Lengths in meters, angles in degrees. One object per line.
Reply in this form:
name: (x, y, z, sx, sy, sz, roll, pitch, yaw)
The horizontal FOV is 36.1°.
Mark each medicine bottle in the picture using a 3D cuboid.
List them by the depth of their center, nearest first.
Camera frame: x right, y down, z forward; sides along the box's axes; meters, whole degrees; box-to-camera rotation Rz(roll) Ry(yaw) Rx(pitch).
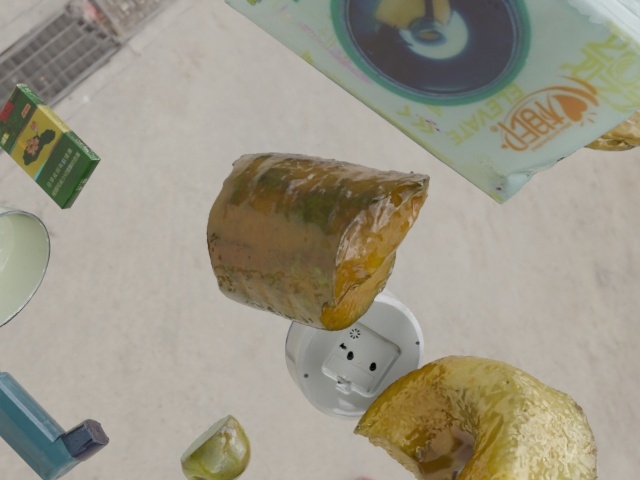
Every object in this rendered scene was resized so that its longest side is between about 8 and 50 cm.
medicine bottle: (-0.487, 0.299, 1.664, 0.258, 0.124, 0.079, 38, 0, 13)

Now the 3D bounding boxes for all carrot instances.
carrot: (0.000, 0.000, 1.385, 0.241, 0.340, 0.242, -27, 123, -52)

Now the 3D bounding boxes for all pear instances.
pear: (-0.180, 0.393, 1.783, 0.104, 0.141, 0.141, 46, 33, -6)

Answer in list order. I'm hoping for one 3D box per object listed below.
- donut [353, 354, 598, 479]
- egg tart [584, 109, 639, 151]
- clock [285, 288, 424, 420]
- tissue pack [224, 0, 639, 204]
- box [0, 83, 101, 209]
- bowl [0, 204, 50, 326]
donut: (0.204, 0.329, 1.430, 0.163, 0.377, 0.435, 40, 30, -21)
egg tart: (0.415, -0.321, 1.452, 0.178, 0.443, 0.443, 62, 14, -67)
clock: (0.058, 0.188, 1.661, 0.230, 0.230, 0.083, 49, -1, -22)
tissue pack: (0.137, -0.241, 0.998, 0.388, 0.287, 0.162, 34, 53, -15)
box: (-0.548, -0.187, 1.947, 0.235, 0.132, 0.034, 43, 23, 15)
bowl: (-0.578, 0.033, 1.638, 0.126, 0.238, 0.237, 30, 21, 23)
